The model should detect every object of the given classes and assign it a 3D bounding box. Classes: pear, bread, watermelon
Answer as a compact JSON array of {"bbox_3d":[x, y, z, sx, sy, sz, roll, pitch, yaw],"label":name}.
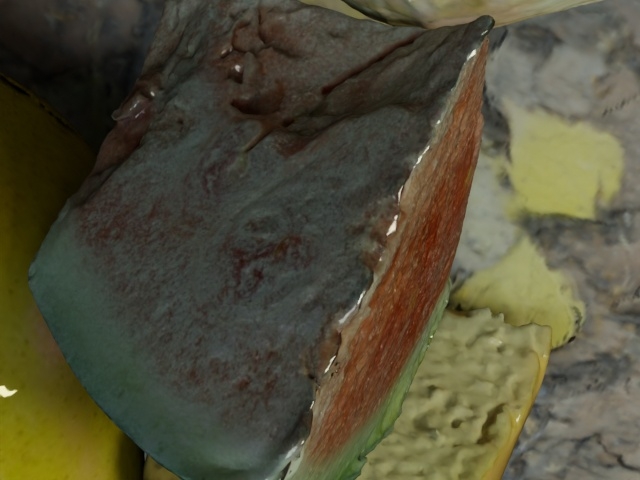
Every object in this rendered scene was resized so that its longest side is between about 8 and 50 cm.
[{"bbox_3d":[-0.219,0.065,0.969,0.285,0.285,0.336,-27,70,27],"label":"pear"},{"bbox_3d":[-0.003,0.152,1.039,0.183,0.224,0.211,24,133,4],"label":"bread"},{"bbox_3d":[0.000,0.000,0.878,0.193,0.310,0.232,11,118,34],"label":"watermelon"}]

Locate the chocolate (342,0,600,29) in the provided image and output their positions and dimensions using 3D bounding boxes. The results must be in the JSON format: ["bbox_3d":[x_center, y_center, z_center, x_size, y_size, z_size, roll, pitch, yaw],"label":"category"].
[{"bbox_3d":[0.123,-0.164,0.846,0.309,0.134,0.134,-3,121,16],"label":"chocolate"}]
